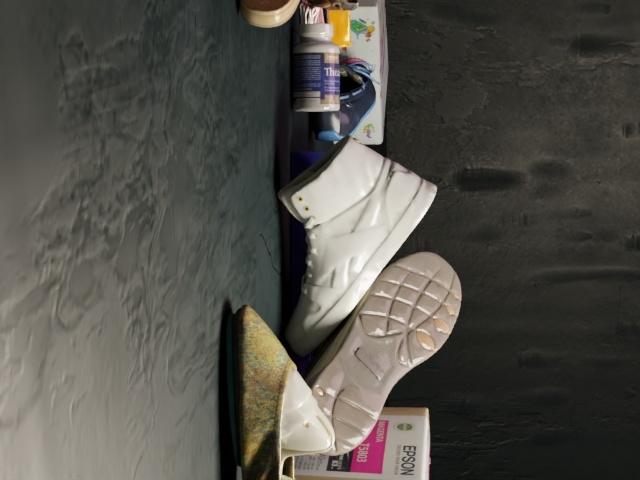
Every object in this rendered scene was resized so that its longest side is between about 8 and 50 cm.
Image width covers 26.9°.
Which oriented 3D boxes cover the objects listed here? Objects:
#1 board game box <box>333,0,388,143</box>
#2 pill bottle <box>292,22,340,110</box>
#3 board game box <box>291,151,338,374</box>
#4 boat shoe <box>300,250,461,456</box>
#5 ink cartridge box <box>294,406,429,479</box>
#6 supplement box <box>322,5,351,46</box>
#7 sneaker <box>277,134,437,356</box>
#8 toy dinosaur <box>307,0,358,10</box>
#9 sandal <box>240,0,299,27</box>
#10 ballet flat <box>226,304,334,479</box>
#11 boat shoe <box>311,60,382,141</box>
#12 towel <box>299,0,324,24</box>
[{"bbox_3d":[0.067,-0.357,2.397,0.224,0.097,0.303,-85,173,-45],"label":"board game box"},{"bbox_3d":[-0.006,-0.240,1.865,0.067,0.067,0.120,-36,126,-82],"label":"pill bottle"},{"bbox_3d":[0.010,0.046,1.965,0.233,0.078,0.347,-17,107,-83],"label":"board game box"},{"bbox_3d":[0.055,0.144,1.789,0.132,0.130,0.355,52,55,-11],"label":"boat shoe"},{"bbox_3d":[0.047,0.307,1.783,0.235,0.193,0.088,-74,163,-69],"label":"ink cartridge box"},{"bbox_3d":[0.024,-0.352,2.164,0.098,0.036,0.062,-114,-160,-67],"label":"supplement box"},{"bbox_3d":[0.000,0.000,1.753,0.292,0.169,0.108,-54,-170,14],"label":"sneaker"},{"bbox_3d":[-0.044,-0.379,1.340,0.200,0.127,0.296,94,-12,-56],"label":"toy dinosaur"},{"bbox_3d":[-0.040,-0.340,1.475,0.079,0.088,0.240,92,8,-49],"label":"sandal"},{"bbox_3d":[-0.038,0.240,1.380,0.123,0.123,0.348,0,89,-84],"label":"ballet flat"},{"bbox_3d":[0.043,-0.244,2.150,0.258,0.109,0.089,-82,167,-63],"label":"boat shoe"},{"bbox_3d":[-0.005,-0.318,2.048,0.197,0.029,0.144,-78,167,-63],"label":"towel"}]
